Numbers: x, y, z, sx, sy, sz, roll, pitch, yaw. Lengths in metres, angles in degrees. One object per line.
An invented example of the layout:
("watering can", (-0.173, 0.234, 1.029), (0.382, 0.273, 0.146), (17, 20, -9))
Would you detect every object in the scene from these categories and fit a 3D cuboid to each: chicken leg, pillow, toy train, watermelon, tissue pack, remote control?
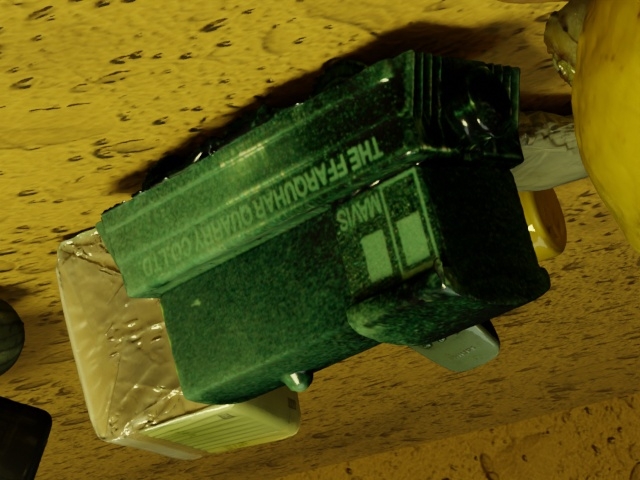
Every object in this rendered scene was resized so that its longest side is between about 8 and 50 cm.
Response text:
("chicken leg", (0.197, -0.119, 1.102), (0.178, 0.070, 0.093), (-19, -179, -38))
("pillow", (0.145, -0.065, 1.404), (0.229, 0.050, 0.148), (-3, 170, -37))
("toy train", (0.000, 0.000, 1.239), (0.330, 0.178, 0.138), (-27, 162, 39))
("watermelon", (-0.282, 0.079, 1.489), (0.110, 0.078, 0.078), (-7, 165, -29))
("tissue pack", (-0.106, 0.080, 1.489), (0.125, 0.159, 0.234), (-16, 166, 8))
("remote control", (0.060, 0.036, 1.517), (0.072, 0.042, 0.222), (-30, 126, 32))

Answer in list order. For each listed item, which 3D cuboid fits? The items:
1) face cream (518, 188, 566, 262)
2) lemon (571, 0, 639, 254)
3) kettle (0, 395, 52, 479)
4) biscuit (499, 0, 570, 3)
("face cream", (0.068, 0.017, 1.586), (0.273, 0.078, 0.078), (-20, 165, 24))
("lemon", (0.255, -0.098, 0.913), (0.253, 0.253, 0.310), (-2, 125, -42))
("kettle", (-0.384, 0.202, 1.491), (0.290, 0.207, 0.268), (21, -155, -5))
("biscuit", (0.172, -0.167, 1.052), (0.220, 0.029, 0.142), (-5, 163, -33))
